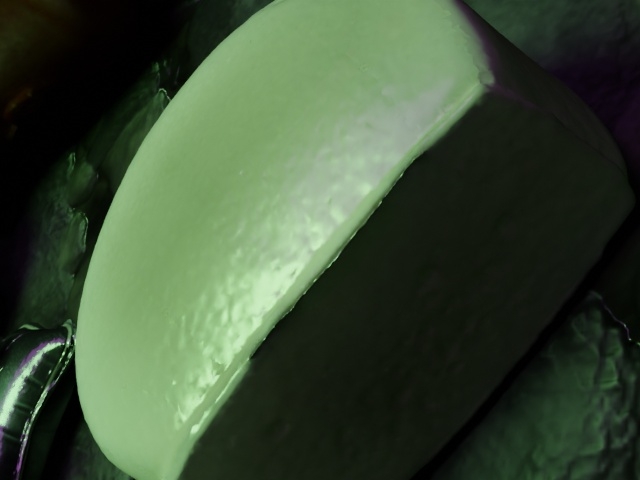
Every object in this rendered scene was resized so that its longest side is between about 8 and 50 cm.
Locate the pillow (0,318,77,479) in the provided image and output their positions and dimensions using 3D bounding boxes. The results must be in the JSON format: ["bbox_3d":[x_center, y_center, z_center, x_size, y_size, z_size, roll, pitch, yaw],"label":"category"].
[{"bbox_3d":[-0.193,0.115,0.756,0.091,0.055,0.135,6,75,29],"label":"pillow"}]

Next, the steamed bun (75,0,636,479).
[{"bbox_3d":[0.000,0.000,0.534,0.241,0.146,0.164,-51,44,12],"label":"steamed bun"}]

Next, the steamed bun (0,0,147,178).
[{"bbox_3d":[-0.296,-0.239,0.928,0.235,0.248,0.379,-41,42,21],"label":"steamed bun"}]
